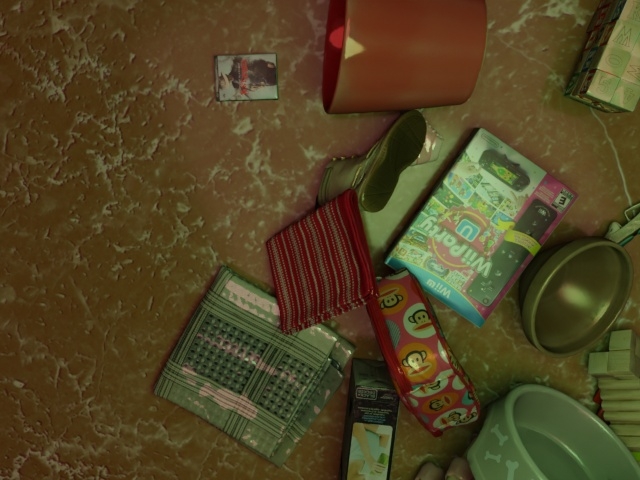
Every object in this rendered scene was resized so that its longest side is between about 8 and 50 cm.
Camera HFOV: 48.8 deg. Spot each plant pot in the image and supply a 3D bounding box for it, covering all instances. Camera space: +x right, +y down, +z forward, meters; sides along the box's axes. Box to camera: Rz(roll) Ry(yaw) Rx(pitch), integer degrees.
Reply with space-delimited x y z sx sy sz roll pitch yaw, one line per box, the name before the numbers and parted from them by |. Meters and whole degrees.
plant pot | 0.140 -0.343 1.215 0.243 0.275 0.274 3 98 -7
plant pot | 0.447 0.088 1.300 0.237 0.110 0.237 -13 121 -22

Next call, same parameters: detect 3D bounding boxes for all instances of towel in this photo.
towel | -0.132 0.259 1.406 0.324 0.056 0.312 31 98 -2
towel | -0.007 0.045 1.266 0.275 0.031 0.198 -30 66 47

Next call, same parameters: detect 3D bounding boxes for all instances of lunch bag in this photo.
lunch bag | 0.176 0.185 1.260 0.120 0.258 0.293 -24 138 7

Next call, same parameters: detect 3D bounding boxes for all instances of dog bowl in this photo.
dog bowl | 0.424 0.398 1.230 0.349 0.349 0.102 31 119 -2

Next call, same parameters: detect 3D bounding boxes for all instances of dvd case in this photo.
dvd case | -0.142 -0.311 1.347 0.119 0.013 0.087 -1 98 4

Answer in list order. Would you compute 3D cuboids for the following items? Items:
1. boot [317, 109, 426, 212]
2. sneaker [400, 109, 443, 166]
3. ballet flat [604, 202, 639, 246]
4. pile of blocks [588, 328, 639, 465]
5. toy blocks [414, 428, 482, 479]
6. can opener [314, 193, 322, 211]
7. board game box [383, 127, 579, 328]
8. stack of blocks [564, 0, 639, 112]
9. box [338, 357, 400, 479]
boot | 0.090 -0.147 1.294 0.077 0.165 0.213 39 73 -29
sneaker | 0.192 -0.209 1.327 0.070 0.051 0.134 -7 91 -10
ballet flat | 0.581 -0.025 1.336 0.168 0.057 0.052 -36 67 4
pile of blocks | 0.605 0.348 1.367 0.113 0.149 0.362 -15 87 48
toy blocks | 0.362 0.496 1.319 0.288 0.309 0.260 48 55 4
can opener | 0.000 0.000 1.359 0.073 0.059 0.186 5 99 3
board game box | 0.294 -0.025 1.323 0.224 0.097 0.303 34 99 -2
stack of blocks | 0.533 -0.376 1.221 0.087 0.171 0.297 21 99 0
box | 0.089 0.391 1.357 0.087 0.169 0.289 7 97 0
